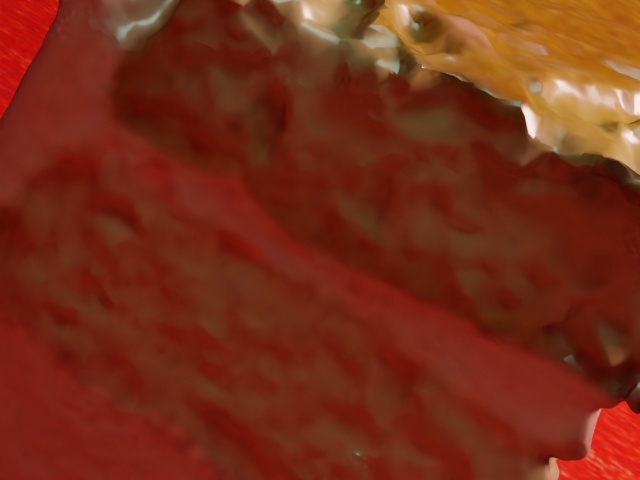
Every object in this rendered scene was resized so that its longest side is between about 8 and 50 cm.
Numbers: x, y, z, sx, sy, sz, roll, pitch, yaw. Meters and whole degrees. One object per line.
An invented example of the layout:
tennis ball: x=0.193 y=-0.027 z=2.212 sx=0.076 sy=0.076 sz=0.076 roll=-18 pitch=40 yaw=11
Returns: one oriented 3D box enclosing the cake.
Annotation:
cake: x=0.000 y=0.000 z=0.844 sx=0.293 sy=0.307 sz=0.314 roll=28 pitch=26 yaw=3
